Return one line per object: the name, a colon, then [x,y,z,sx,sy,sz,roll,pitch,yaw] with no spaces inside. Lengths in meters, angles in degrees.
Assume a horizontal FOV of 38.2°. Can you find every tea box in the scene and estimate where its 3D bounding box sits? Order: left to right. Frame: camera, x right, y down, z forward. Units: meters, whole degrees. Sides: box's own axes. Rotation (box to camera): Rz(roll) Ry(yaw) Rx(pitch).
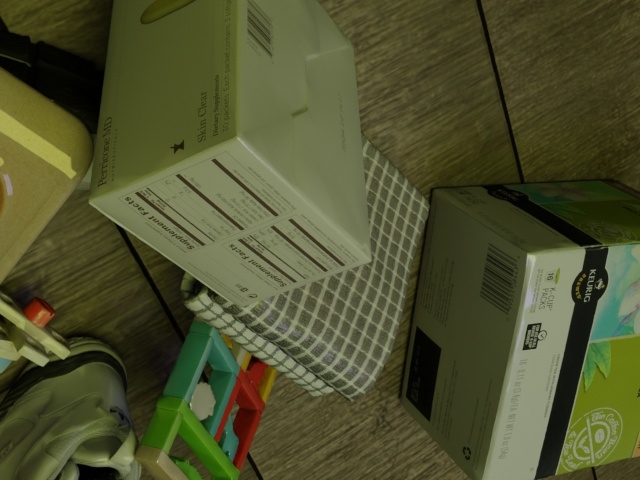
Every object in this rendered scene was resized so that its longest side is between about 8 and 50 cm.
tea box: [0.312,0.111,1.227,0.323,0.220,0.329,-6,115,-26]

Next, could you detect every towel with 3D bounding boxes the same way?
towel: [0.000,0.000,1.006,0.235,0.121,0.284,39,60,-34]

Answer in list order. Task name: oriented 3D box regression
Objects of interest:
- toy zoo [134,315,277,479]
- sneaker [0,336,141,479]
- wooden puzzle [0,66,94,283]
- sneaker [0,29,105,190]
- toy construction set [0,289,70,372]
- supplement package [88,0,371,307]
toy zoo: [-0.105,0.151,1.043,0.192,0.030,0.293,68,35,-50]
sneaker: [-0.331,0.285,0.983,0.366,0.210,0.137,-48,125,0]
wooden puzzle: [-0.403,-0.026,0.722,0.322,0.080,0.348,34,103,-25]
sneaker: [-0.358,-0.065,0.859,0.447,0.169,0.258,15,113,-23]
toy construction set: [-0.413,0.161,0.915,0.215,0.151,0.328,42,76,-5]
supplement package: [-0.072,-0.112,0.816,0.145,0.262,0.204,-21,142,24]
